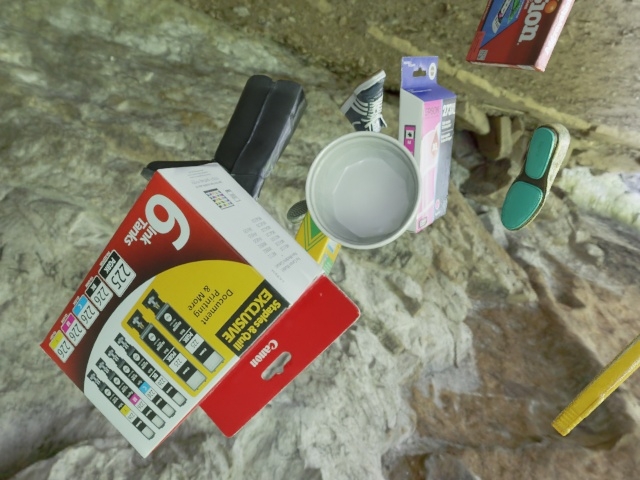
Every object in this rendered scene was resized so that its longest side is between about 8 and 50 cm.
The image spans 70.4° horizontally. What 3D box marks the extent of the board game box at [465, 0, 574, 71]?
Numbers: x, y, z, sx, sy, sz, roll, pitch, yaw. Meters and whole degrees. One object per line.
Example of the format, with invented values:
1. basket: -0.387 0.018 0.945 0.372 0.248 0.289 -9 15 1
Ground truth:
1. board game box: 0.334 -0.408 0.691 0.027 0.282 0.145 9 -162 -34

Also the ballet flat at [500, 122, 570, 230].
1. ballet flat: 0.659 -0.186 1.380 0.123 0.349 0.123 6 -149 -4

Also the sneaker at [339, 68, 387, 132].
1. sneaker: 0.163 -0.418 1.434 0.153 0.099 0.282 56 164 -4

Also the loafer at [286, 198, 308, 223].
1. loafer: -0.027 -0.124 1.848 0.251 0.088 0.094 -31 -135 -28

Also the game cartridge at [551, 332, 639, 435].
1. game cartridge: 0.734 0.361 1.163 0.052 0.324 0.285 43 -165 33

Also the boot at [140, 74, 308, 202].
1. boot: -0.283 -0.314 1.375 0.366 0.446 0.146 21 169 5

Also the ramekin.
1. ramekin: 0.084 -0.086 0.835 0.207 0.207 0.109 21 -178 15

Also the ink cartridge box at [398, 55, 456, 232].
1. ink cartridge box: 0.238 -0.217 1.024 0.069 0.372 0.175 12 -155 36

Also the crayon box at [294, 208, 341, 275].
1. crayon box: 0.000 0.000 1.154 0.083 0.323 0.203 22 173 12

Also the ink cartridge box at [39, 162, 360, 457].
1. ink cartridge box: -0.151 0.110 0.571 0.272 0.309 0.130 44 -158 4
